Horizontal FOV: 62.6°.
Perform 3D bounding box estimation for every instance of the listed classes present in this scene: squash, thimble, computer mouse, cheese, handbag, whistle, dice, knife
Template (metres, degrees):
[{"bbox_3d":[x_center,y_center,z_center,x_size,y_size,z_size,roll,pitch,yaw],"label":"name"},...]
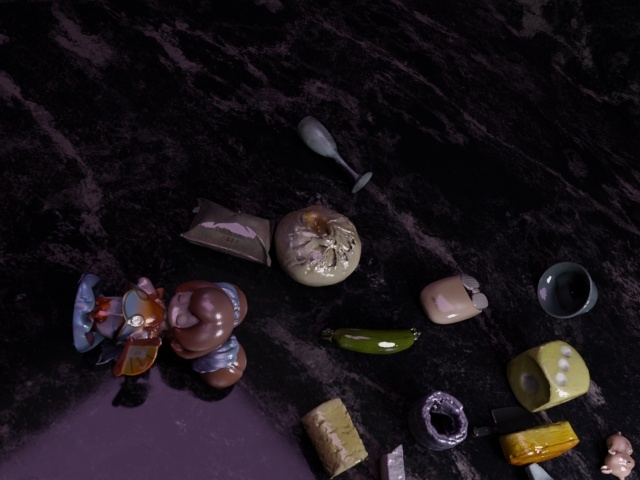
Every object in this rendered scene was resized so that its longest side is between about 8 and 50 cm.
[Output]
[{"bbox_3d":[0.157,0.291,1.527,0.318,0.080,0.071,4,95,-19],"label":"squash"},{"bbox_3d":[0.319,0.494,1.441,0.149,0.098,0.150,10,56,-15],"label":"thimble"},{"bbox_3d":[0.432,0.188,1.699,0.236,0.082,0.145,-8,61,-25],"label":"computer mouse"},{"bbox_3d":[0.036,0.495,1.327,0.123,0.094,0.167,-17,66,-28],"label":"cheese"},{"bbox_3d":[-0.258,-0.033,1.547,0.270,0.117,0.183,18,45,-9],"label":"handbag"},{"bbox_3d":[0.636,0.718,1.428,0.122,0.123,0.223,-15,52,-29],"label":"whistle"},{"bbox_3d":[0.690,0.412,1.599,0.169,0.169,0.166,-7,61,-26],"label":"dice"},{"bbox_3d":[0.536,0.533,1.556,0.245,0.019,0.072,1,56,-26],"label":"knife"}]

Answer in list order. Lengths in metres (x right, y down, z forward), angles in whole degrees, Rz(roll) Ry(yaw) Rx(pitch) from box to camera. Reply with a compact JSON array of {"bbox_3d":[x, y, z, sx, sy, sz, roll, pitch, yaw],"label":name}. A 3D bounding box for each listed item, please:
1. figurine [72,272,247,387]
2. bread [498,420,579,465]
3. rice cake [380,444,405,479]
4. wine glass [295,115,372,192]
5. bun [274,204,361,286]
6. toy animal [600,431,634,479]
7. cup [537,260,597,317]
[{"bbox_3d":[-0.372,0.206,1.285,0.387,0.248,0.277,2,60,-10],"label":"figurine"},{"bbox_3d":[0.630,0.580,1.509,0.245,0.102,0.095,-1,58,-24],"label":"bread"},{"bbox_3d":[0.181,0.687,1.273,0.056,0.073,0.365,9,56,-13],"label":"rice cake"},{"bbox_3d":[0.031,-0.322,1.775,0.096,0.264,0.309,-43,79,0],"label":"wine glass"},{"bbox_3d":[0.000,0.000,1.607,0.287,0.146,0.288,12,54,-17],"label":"bun"},{"bbox_3d":[0.904,0.652,1.595,0.083,0.089,0.150,22,53,19],"label":"toy animal"},{"bbox_3d":[0.890,0.185,1.844,0.149,0.199,0.199,18,51,-32],"label":"cup"}]
